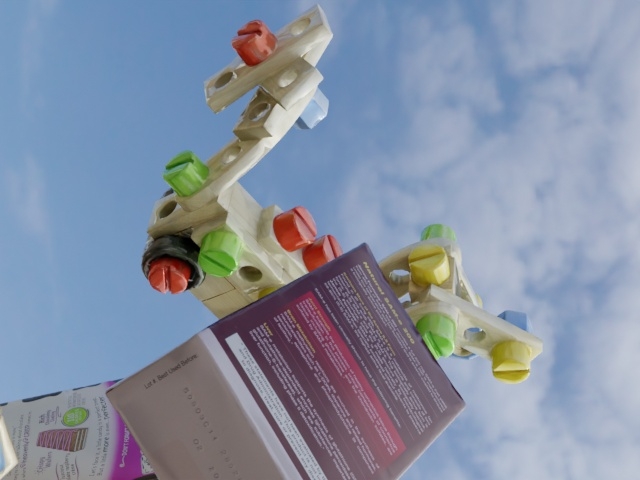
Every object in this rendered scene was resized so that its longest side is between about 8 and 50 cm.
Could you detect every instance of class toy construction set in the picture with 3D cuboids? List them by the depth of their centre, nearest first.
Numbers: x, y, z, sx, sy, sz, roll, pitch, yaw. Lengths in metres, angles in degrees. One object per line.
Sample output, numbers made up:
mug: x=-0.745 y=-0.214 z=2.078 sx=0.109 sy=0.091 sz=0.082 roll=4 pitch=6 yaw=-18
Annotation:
toy construction set: x=0.000 y=0.000 z=0.952 sx=0.215 sy=0.151 sz=0.328 roll=-22 pitch=-67 yaw=28

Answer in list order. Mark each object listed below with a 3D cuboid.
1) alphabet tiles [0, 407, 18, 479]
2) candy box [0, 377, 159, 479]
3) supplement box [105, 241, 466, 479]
alphabet tiles: x=-0.337 y=0.170 z=0.891 sx=0.011 sy=0.285 sz=0.343 roll=20 pitch=-44 yaw=30
candy box: x=-0.206 y=0.204 z=1.180 sx=0.159 sy=0.233 sz=0.071 roll=-104 pitch=-176 yaw=-59
supplement box: x=-0.008 y=0.093 z=0.751 sx=0.073 sy=0.239 sz=0.130 roll=-33 pitch=-94 yaw=26
